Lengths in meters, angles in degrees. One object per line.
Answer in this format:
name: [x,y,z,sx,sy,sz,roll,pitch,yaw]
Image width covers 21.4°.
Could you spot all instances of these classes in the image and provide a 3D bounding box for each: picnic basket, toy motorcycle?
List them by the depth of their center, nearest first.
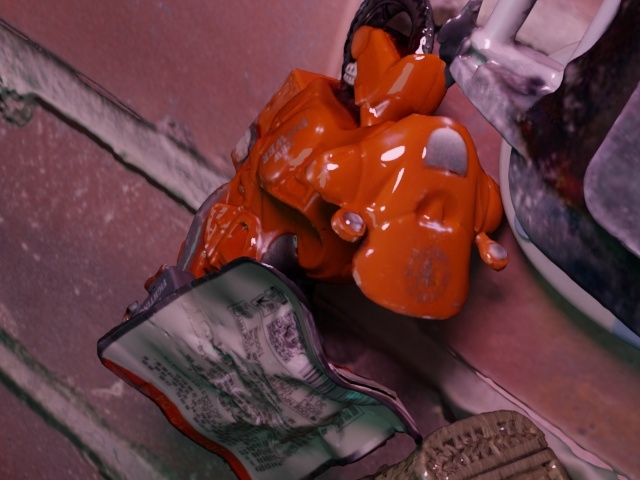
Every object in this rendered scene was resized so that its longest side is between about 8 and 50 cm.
picnic basket: [0.069,0.215,1.095,0.196,0.134,0.154,-42,69,39]
toy motorcycle: [0.000,0.000,1.111,0.325,0.148,0.221,-51,42,35]

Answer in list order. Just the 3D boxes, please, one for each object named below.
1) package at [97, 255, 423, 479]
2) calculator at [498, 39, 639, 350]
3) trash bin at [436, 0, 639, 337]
package: [-0.039,0.089,1.071,0.166,0.040,0.232,45,147,-9]
calculator: [0.224,-0.014,0.962,0.303,0.042,0.188,26,115,36]
trash bin: [0.269,-0.069,0.686,0.296,0.368,0.256,42,123,25]
